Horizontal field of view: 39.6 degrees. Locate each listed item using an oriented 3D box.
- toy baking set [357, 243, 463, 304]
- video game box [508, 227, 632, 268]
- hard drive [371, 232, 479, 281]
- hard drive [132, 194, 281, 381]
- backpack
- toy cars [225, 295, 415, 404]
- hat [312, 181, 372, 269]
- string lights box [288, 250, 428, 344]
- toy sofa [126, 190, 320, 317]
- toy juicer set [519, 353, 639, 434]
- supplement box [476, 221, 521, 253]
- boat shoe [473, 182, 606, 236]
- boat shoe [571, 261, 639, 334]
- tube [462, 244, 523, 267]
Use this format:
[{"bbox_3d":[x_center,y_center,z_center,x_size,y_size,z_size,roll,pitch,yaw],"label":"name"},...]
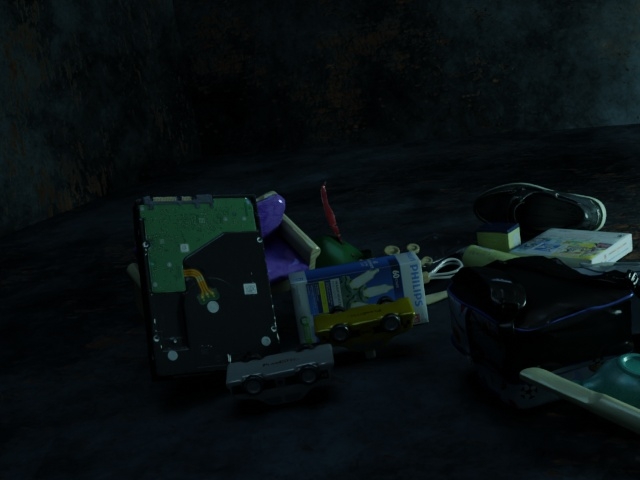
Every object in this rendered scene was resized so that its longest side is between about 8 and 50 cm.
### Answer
[{"bbox_3d":[0.204,0.073,1.909,0.256,0.030,0.196,25,45,28],"label":"toy baking set"},{"bbox_3d":[0.556,0.024,1.976,0.187,0.048,0.205,-20,18,-42],"label":"video game box"},{"bbox_3d":[0.228,0.048,2.065,0.254,0.054,0.172,-21,19,-32],"label":"hard drive"},{"bbox_3d":[-0.212,0.081,1.642,0.236,0.339,0.064,-3,-19,-24],"label":"hard drive"},{"bbox_3d":[0.334,0.129,1.417,0.276,0.213,0.263,-8,22,-20],"label":"backpack"},{"bbox_3d":[0.011,0.205,1.579,0.393,0.087,0.176,-26,22,-37],"label":"toy cars"},{"bbox_3d":[0.000,0.000,2.041,0.173,0.184,0.208,-33,11,1],"label":"hat"},{"bbox_3d":[0.074,0.114,1.768,0.259,0.134,0.077,-10,15,-2],"label":"string lights box"},{"bbox_3d":[-0.189,0.052,1.775,0.362,0.177,0.150,-20,45,-28],"label":"toy sofa"},{"bbox_3d":[0.463,0.228,1.233,0.328,0.090,0.209,-7,25,-27],"label":"toy juicer set"},{"bbox_3d":[0.413,0.007,2.052,0.083,0.083,0.056,4,20,40],"label":"supplement box"},{"bbox_3d":[0.518,-0.069,2.191,0.340,0.127,0.113,13,13,34],"label":"boat shoe"},{"bbox_3d":[0.528,0.089,1.511,0.156,0.136,0.367,-11,-4,-24],"label":"boat shoe"},{"bbox_3d":[0.418,0.061,1.918,0.240,0.062,0.070,13,70,44],"label":"tube"}]
